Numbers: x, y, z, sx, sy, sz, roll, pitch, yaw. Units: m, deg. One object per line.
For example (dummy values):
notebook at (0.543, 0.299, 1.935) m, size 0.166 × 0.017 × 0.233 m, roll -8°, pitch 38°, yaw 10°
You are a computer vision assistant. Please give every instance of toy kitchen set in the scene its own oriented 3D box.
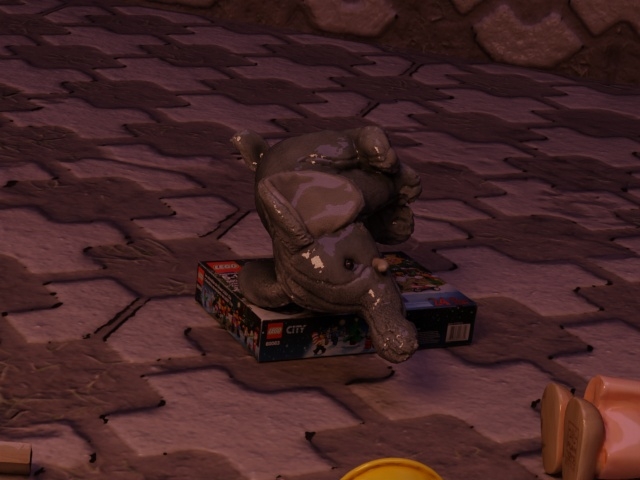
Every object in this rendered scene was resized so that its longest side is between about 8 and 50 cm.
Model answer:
toy kitchen set at (-0.255, 0.137, 1.217) m, size 0.075 × 0.083 × 0.068 m, roll 5°, pitch -23°, yaw -7°

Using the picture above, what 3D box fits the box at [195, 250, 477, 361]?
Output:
box at (0.014, 0.061, 1.565) m, size 0.233 × 0.044 × 0.159 m, roll -3°, pitch 21°, yaw -27°

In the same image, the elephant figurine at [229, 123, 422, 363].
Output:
elephant figurine at (0.000, 0.000, 1.459) m, size 0.186 × 0.169 × 0.239 m, roll -16°, pitch 26°, yaw 26°

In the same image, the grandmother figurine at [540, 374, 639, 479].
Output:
grandmother figurine at (0.362, 0.166, 1.282) m, size 0.342 × 0.104 × 0.208 m, roll 3°, pitch 13°, yaw -8°

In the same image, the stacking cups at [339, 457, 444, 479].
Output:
stacking cups at (0.070, 0.252, 0.963) m, size 0.096 × 0.096 × 0.316 m, roll 3°, pitch 23°, yaw -11°
